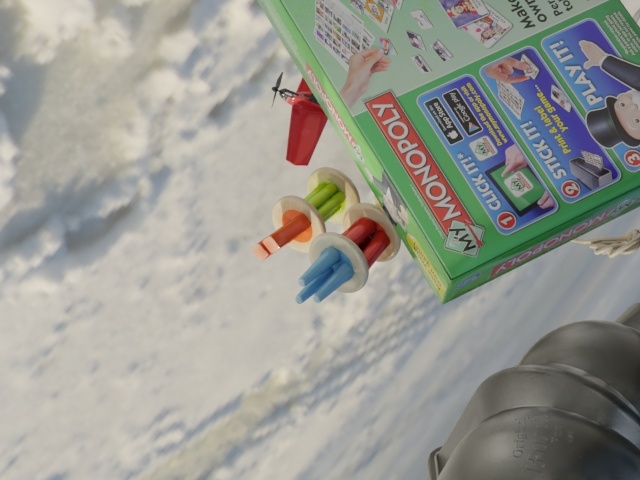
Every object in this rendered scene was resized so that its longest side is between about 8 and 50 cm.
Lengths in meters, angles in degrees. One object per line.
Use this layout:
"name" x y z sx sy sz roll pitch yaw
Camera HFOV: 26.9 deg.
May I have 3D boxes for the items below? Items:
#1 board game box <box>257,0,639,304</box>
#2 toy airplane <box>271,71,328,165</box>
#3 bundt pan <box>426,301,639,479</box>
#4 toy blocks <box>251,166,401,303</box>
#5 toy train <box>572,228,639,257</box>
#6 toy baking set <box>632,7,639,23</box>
"board game box" 0.097 -0.138 0.917 0.213 0.317 0.046 -25 160 -12
"toy airplane" 0.013 -0.141 1.493 0.151 0.151 0.028 -44 -176 -30
"bundt pan" 0.209 0.158 0.688 0.331 0.330 0.124 -40 152 -40
"toy blocks" 0.000 0.000 1.052 0.148 0.123 0.054 -41 128 -44
"toy train" 0.388 0.034 1.364 0.248 0.143 0.105 -3 -134 51
"toy baking set" 0.315 -0.135 1.227 0.256 0.030 0.197 -14 121 -41
